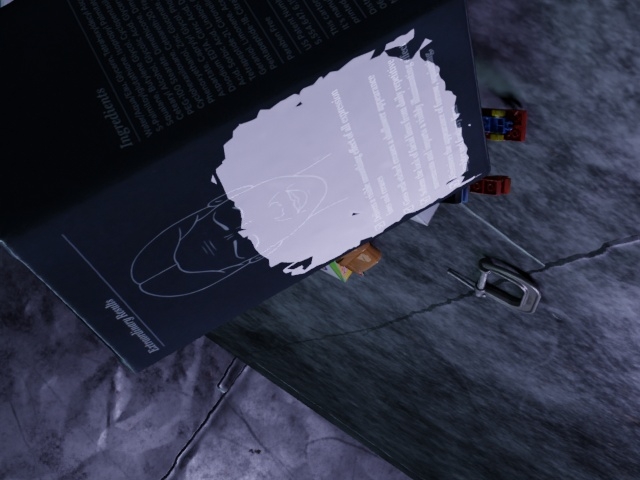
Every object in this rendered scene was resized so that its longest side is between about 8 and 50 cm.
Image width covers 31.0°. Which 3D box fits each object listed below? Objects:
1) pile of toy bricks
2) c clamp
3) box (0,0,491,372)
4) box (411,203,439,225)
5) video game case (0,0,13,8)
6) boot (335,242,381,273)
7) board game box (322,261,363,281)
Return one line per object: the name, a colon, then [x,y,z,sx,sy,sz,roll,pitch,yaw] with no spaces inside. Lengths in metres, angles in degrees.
pile of toy bricks: [0.134,-0.106,1.243,0.212,0.118,0.105,9,-168,33]
c clamp: [0.245,0.062,1.624,0.137,0.022,0.161,32,165,7]
box: [-0.079,-0.106,1.005,0.212,0.395,0.293,59,177,28]
box: [0.057,-0.094,1.469,0.145,0.038,0.186,23,168,32]
video game case: [-0.473,-0.360,1.553,0.173,0.022,0.190,23,117,33]
boot: [0.000,0.000,1.834,0.152,0.073,0.197,34,167,-18]
board game box: [-0.048,-0.008,1.972,0.259,0.039,0.124,24,163,21]
